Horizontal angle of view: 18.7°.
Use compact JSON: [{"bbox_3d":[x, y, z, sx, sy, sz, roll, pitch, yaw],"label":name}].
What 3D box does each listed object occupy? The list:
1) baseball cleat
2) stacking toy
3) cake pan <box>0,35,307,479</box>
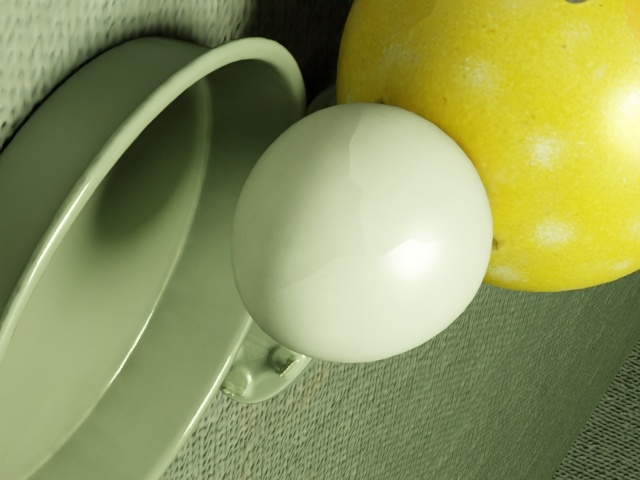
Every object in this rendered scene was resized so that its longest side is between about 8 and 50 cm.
[{"bbox_3d":[0.000,0.000,1.158,0.206,0.072,0.109,-64,170,16],"label":"baseball cleat"},{"bbox_3d":[0.130,-0.083,0.998,0.480,0.351,0.350,-43,154,-38],"label":"stacking toy"},{"bbox_3d":[-0.103,0.030,0.925,0.293,0.054,0.293,-54,161,-29],"label":"cake pan"}]
